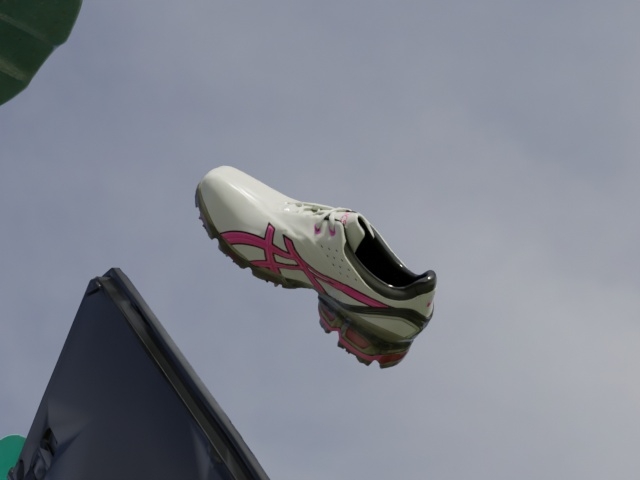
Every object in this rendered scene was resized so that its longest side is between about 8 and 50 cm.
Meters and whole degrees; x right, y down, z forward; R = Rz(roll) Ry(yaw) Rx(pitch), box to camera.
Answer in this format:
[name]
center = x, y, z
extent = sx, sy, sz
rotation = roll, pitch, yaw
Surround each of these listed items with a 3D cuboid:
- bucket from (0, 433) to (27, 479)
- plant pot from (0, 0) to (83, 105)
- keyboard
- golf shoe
[bucket]
center = -0.194, 0.306, 1.769
extent = 0.281, 0.281, 0.183
rotation = -7, -48, -14
[plant pot]
center = -0.325, -0.273, 1.436
extent = 0.341, 0.334, 0.341
rotation = -11, -48, -13
[keyboard]
center = -0.065, 0.164, 0.780
extent = 0.033, 0.317, 0.201
rotation = 14, -69, -31
[golf shoe]
center = 0.000, 0.000, 1.326
extent = 0.186, 0.067, 0.086
rotation = 36, -54, 9
